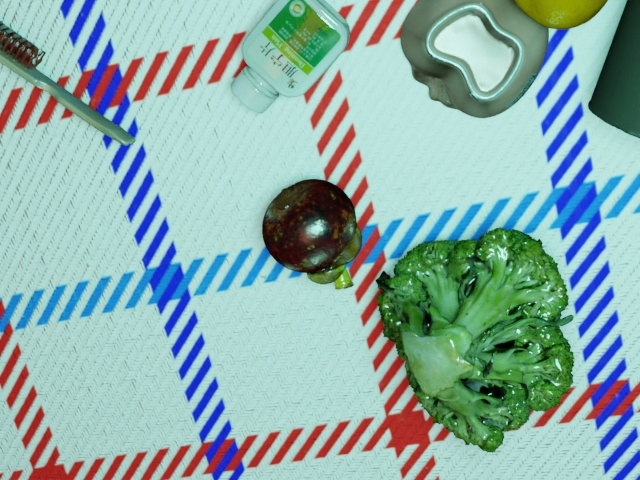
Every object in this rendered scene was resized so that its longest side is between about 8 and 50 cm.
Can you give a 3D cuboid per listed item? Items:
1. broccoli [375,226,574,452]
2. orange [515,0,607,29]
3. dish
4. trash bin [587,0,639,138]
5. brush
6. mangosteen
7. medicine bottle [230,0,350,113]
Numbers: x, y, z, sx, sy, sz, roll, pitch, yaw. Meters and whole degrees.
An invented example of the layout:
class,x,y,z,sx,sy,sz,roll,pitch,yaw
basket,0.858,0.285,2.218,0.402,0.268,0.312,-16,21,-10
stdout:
class,x,y,z,sx,sy,sz,roll,pitch,yaw
broccoli,0.223,0.141,1.326,0.304,0.283,0.321,-33,83,28
orange,0.312,-0.357,1.202,0.136,0.159,0.159,0,110,-9
dish,0.217,-0.269,1.283,0.213,0.090,0.213,2,109,7
trash bin,0.489,-0.294,1.170,0.214,0.214,0.333,18,113,2
brush,-0.416,-0.253,1.405,0.321,0.060,0.050,36,99,-4
mangosteen,0.002,-0.012,1.390,0.181,0.156,0.145,29,85,-32
medicine bottle,-0.050,-0.273,1.335,0.119,0.069,0.183,42,111,-9
